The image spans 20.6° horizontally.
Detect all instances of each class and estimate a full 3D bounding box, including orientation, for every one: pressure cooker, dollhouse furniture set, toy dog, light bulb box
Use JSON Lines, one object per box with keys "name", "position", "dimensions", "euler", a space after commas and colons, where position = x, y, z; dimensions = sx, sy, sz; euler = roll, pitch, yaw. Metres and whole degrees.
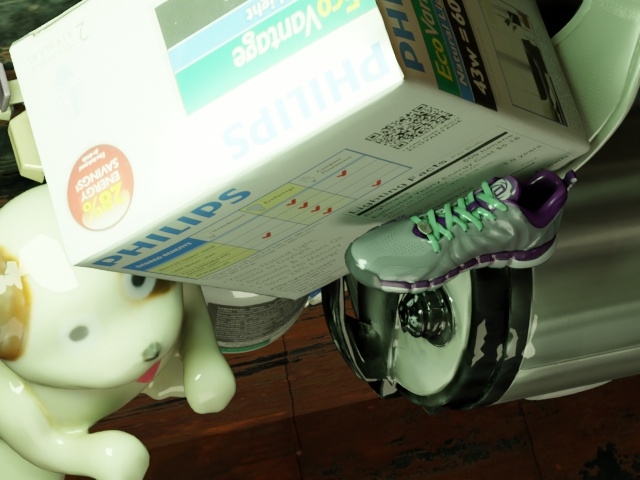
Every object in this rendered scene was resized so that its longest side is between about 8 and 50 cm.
{"name": "pressure cooker", "position": [0.199, -0.013, 1.892], "dimensions": [0.420, 0.370, 0.375], "euler": [-10, 176, -22]}
{"name": "dollhouse furniture set", "position": [-0.261, -0.108, 1.689], "dimensions": [0.081, 0.114, 0.091], "euler": [-12, 163, -20]}
{"name": "toy dog", "position": [-0.250, 0.058, 1.794], "dimensions": [0.284, 0.395, 0.408], "euler": [-27, 177, -19]}
{"name": "light bulb box", "position": [-0.012, -0.126, 1.570], "dimensions": [0.358, 0.225, 0.361], "euler": [-28, 160, 26]}

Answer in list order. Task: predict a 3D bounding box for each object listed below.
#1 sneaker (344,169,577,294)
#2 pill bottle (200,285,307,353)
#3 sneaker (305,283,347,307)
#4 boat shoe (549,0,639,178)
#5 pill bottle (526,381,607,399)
{"name": "sneaker", "position": [0.124, -0.020, 1.573], "dimensions": [0.223, 0.083, 0.098], "euler": [-12, 139, -31]}
{"name": "pill bottle", "position": [-0.096, -0.005, 2.020], "dimensions": [0.204, 0.204, 0.361], "euler": [-11, 165, -9]}
{"name": "sneaker", "position": [0.000, 0.000, 2.302], "dimensions": [0.330, 0.130, 0.147], "euler": [-8, 143, 28]}
{"name": "boat shoe", "position": [0.283, -0.191, 1.649], "dimensions": [0.091, 0.114, 0.302], "euler": [-12, 136, -52]}
{"name": "pill bottle", "position": [0.278, 0.031, 2.241], "dimensions": [0.181, 0.323, 0.181], "euler": [-12, 165, -3]}
